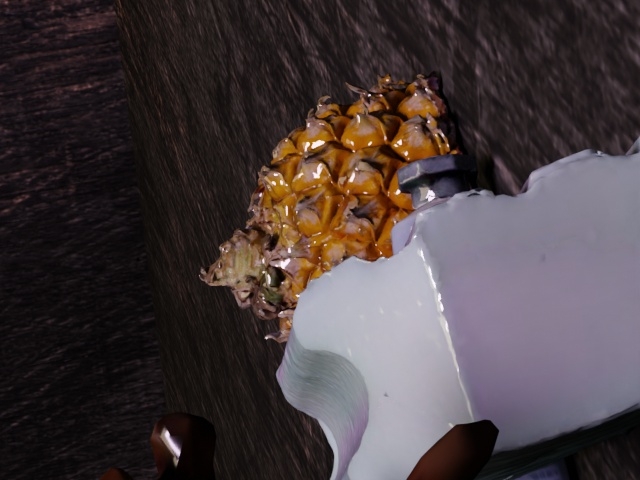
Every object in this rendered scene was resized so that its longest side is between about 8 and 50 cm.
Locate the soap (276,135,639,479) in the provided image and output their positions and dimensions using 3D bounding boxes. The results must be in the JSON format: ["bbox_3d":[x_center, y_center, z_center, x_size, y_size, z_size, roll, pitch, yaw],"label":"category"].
[{"bbox_3d":[0.067,0.045,0.699,0.230,0.145,0.091,107,142,-77],"label":"soap"}]

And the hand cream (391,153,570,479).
[{"bbox_3d":[0.074,0.086,0.860,0.055,0.088,0.256,35,-137,-70],"label":"hand cream"}]

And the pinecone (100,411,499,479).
[{"bbox_3d":[0.015,0.220,0.493,0.398,0.397,0.398,170,90,-79],"label":"pinecone"}]

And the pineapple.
[{"bbox_3d":[0.001,0.003,0.987,0.176,0.136,0.161,109,149,-67],"label":"pineapple"}]
